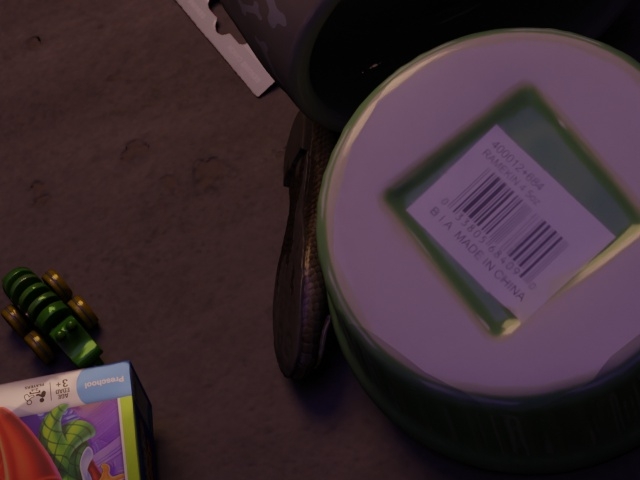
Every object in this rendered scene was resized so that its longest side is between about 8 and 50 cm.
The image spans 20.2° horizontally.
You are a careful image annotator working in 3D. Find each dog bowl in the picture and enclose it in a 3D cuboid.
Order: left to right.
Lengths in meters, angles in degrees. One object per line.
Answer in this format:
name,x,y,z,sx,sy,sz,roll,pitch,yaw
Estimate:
dog bowl,0.100,-0.208,1.363,0.348,0.349,0.102,-26,64,0

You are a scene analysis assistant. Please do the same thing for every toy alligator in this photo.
toy alligator,-0.207,0.069,1.437,0.056,0.051,0.189,-41,53,-11

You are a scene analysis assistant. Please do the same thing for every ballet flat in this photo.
ballet flat,0.000,0.000,1.413,0.058,0.084,0.250,14,51,-15

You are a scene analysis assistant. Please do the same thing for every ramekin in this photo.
ramekin,0.141,0.001,1.253,0.303,0.148,0.303,-3,73,10

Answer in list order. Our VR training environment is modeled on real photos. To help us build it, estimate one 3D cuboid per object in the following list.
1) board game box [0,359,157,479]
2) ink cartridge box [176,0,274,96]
board game box,-0.287,0.234,1.291,0.347,0.078,0.233,-11,57,1
ink cartridge box,-0.005,-0.252,1.615,0.232,0.066,0.189,-47,52,10
